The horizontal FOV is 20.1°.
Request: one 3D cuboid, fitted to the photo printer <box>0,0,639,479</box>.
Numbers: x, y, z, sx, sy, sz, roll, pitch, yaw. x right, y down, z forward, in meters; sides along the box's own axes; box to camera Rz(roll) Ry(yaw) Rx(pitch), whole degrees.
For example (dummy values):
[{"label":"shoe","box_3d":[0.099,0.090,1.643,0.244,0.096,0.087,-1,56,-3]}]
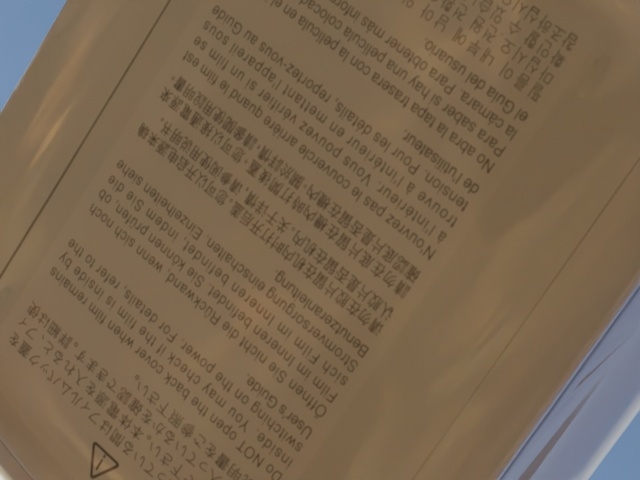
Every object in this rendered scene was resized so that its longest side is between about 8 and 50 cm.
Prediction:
[{"label":"photo printer","box_3d":[0.000,0.000,0.639,0.256,0.107,0.308,39,-75,23]}]
